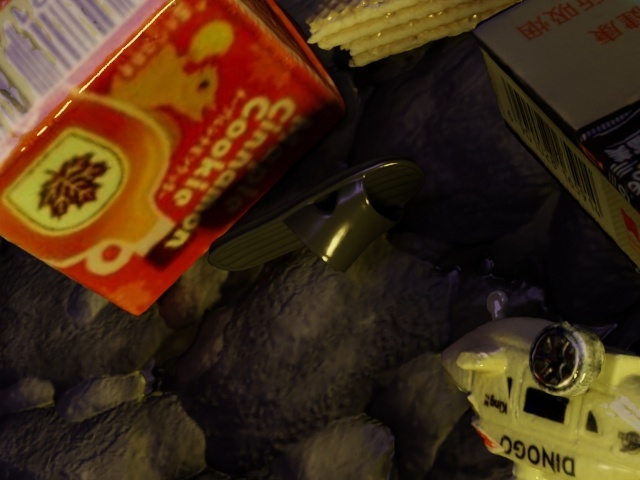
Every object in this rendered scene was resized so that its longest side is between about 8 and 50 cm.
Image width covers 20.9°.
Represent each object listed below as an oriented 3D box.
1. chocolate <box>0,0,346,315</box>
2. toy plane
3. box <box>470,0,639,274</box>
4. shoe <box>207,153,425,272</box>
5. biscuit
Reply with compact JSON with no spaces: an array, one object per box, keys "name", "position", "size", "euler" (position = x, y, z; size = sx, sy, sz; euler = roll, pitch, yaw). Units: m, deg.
[{"name":"chocolate","position":[-0.122,-0.083,1.127],"size":[0.237,0.235,0.108],"euler":[-45,55,4]},{"name":"toy plane","position":[0.162,0.102,0.858],"size":[0.286,0.092,0.108],"euler":[16,94,46]},{"name":"box","position":[0.234,-0.051,0.862],"size":[0.198,0.084,0.310],"euler":[-29,42,-6]},{"name":"shoe","position":[0.000,0.000,1.085],"size":[0.159,0.062,0.053],"euler":[-22,61,26]},{"name":"biscuit","position":[0.100,-0.193,1.136],"size":[0.239,0.062,0.108],"euler":[-14,51,31]}]
